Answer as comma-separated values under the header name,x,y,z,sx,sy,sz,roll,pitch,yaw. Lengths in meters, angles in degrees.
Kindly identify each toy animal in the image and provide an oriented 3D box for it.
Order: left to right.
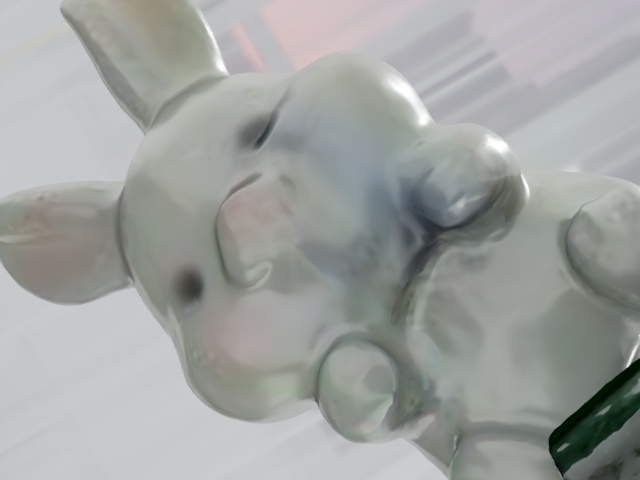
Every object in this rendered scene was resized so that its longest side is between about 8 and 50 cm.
name,x,y,z,sx,sy,sz,roll,pitch,yaw
toy animal,0.003,0.001,0.770,0.367,0.196,0.241,23,1,-2

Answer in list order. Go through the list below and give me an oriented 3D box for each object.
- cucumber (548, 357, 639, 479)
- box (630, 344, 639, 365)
name,x,y,z,sx,sy,sz,roll,pitch,yaw
cucumber,0.186,0.107,0.546,0.191,0.130,0.191,53,5,-7
box,0.200,0.104,1.256,0.129,0.148,0.210,26,-64,54
